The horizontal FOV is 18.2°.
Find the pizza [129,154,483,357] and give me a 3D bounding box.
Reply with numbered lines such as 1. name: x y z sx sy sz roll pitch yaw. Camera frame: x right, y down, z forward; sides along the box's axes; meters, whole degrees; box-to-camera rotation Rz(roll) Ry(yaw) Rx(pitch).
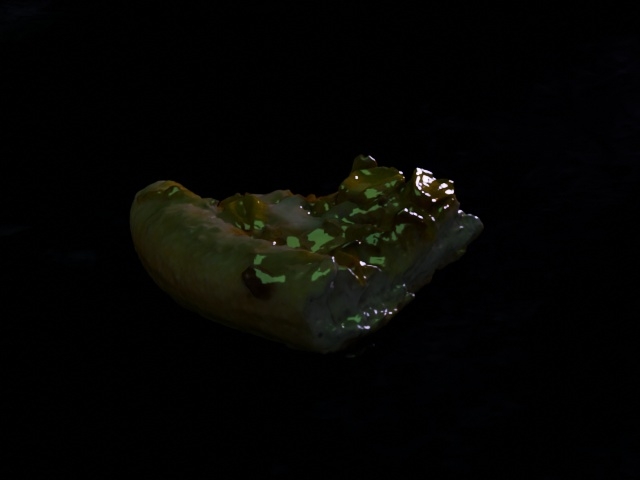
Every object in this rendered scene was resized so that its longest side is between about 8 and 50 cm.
1. pizza: 0.000 0.000 0.933 0.161 0.063 0.182 -7 17 -15
